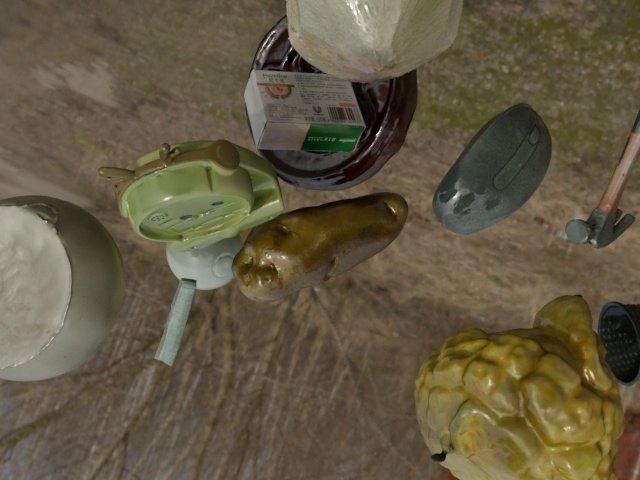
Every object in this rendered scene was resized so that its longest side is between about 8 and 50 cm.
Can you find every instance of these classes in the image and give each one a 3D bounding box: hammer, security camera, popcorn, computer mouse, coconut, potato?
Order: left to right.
[{"bbox_3d":[-0.282,0.008,1.961,0.194,0.194,0.236,15,129,33],"label":"security camera"},{"bbox_3d":[0.000,0.000,1.581,0.176,0.369,0.196,49,151,41],"label":"potato"},{"bbox_3d":[0.060,-0.288,0.963,0.224,0.234,0.224,7,144,5],"label":"coconut"},{"bbox_3d":[0.423,-0.166,1.960,0.203,0.374,0.114,44,171,-15],"label":"computer mouse"},{"bbox_3d":[0.334,0.247,1.350,0.348,0.382,0.349,29,151,18],"label":"popcorn"},{"bbox_3d":[0.364,-0.126,0.938,0.033,0.288,0.111,30,-164,38],"label":"hammer"}]

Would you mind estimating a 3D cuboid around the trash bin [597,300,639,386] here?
[{"bbox_3d":[0.681,0.202,1.702,0.160,0.176,0.175,-7,176,-10],"label":"trash bin"}]

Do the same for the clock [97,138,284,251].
[{"bbox_3d":[-0.216,-0.076,1.337,0.234,0.096,0.308,-20,161,18],"label":"clock"}]

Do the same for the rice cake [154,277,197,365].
[{"bbox_3d":[-0.248,0.141,1.422,0.033,0.171,0.029,12,-158,-21],"label":"rice cake"}]

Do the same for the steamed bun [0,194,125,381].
[{"bbox_3d":[-0.490,0.080,1.426,0.324,0.325,0.206,18,-177,16],"label":"steamed bun"}]

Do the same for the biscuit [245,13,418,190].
[{"bbox_3d":[0.006,-0.303,1.704,0.407,0.408,0.091,14,-173,35],"label":"biscuit"}]

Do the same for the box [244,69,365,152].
[{"bbox_3d":[-0.031,-0.239,1.531,0.198,0.135,0.081,1,143,-22],"label":"box"}]
